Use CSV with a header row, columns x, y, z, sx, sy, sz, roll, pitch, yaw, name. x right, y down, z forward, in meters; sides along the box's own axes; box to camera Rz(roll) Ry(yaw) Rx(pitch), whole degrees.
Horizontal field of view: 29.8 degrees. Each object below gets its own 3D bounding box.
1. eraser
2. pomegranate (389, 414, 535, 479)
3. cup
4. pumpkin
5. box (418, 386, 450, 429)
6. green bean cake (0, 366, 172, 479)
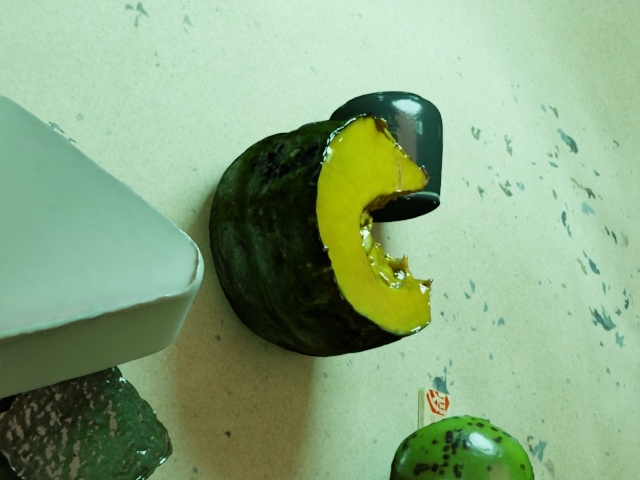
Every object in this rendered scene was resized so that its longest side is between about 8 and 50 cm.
x,y,z,sx,sy,sz,roll,pitch,yaw,name
-0.329,0.040,1.235,0.331,0.150,0.331,12,52,-16,eraser
0.196,0.339,1.664,0.211,0.211,0.263,61,11,-7,pomegranate
0.071,-0.116,1.749,0.223,0.169,0.177,-3,82,-8,cup
0.000,0.000,1.570,0.256,0.225,0.303,17,63,-41,pumpkin
0.169,0.268,1.774,0.058,0.015,0.093,22,60,-38,box
-0.278,0.224,1.315,0.173,0.094,0.181,54,47,-13,green bean cake
